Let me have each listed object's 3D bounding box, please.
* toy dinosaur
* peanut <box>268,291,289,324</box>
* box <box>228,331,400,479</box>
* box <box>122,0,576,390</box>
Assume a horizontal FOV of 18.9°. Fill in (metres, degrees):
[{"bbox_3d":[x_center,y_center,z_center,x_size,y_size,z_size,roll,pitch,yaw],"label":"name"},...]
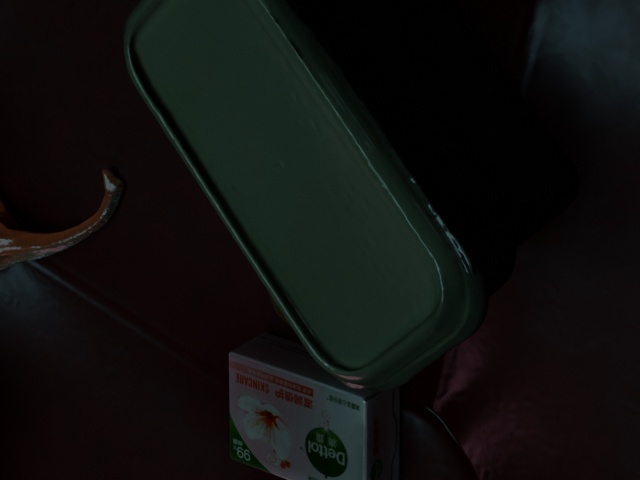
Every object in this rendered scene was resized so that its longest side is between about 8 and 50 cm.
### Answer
[{"bbox_3d":[-0.261,-0.011,1.504,0.279,0.055,0.101,-30,97,41],"label":"toy dinosaur"},{"bbox_3d":[0.000,0.000,1.277,0.076,0.076,0.152,4,105,38],"label":"peanut"},{"bbox_3d":[-0.005,0.125,1.352,0.125,0.043,0.089,15,117,35],"label":"box"},{"bbox_3d":[0.031,-0.065,1.152,0.138,0.178,0.274,-39,82,42],"label":"box"}]
